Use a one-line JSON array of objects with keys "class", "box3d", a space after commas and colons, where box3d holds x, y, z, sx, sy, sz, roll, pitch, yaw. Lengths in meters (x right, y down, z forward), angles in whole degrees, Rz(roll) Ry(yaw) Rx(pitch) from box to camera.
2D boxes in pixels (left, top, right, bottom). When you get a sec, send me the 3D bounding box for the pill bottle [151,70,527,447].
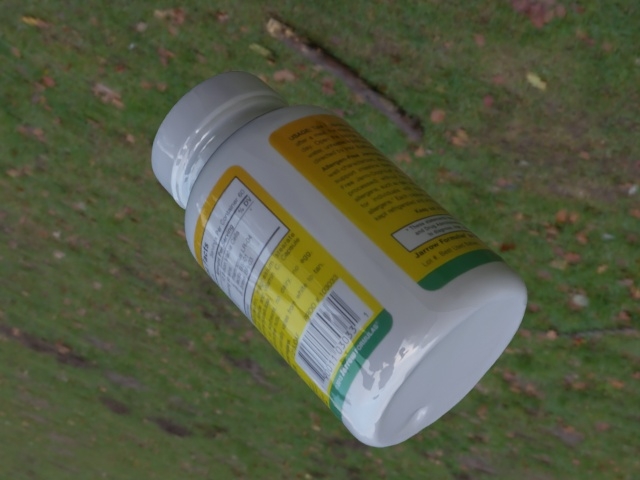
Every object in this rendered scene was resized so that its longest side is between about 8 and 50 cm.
[{"class": "pill bottle", "box3d": [0.000, 0.000, 0.510, 0.208, 0.117, 0.117, 44, 166, 27]}]
